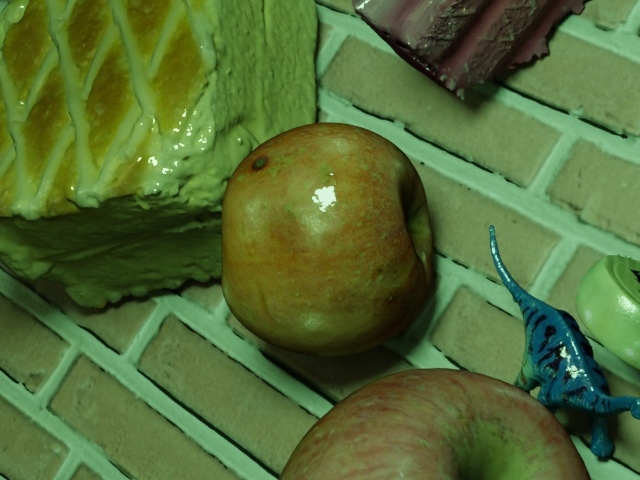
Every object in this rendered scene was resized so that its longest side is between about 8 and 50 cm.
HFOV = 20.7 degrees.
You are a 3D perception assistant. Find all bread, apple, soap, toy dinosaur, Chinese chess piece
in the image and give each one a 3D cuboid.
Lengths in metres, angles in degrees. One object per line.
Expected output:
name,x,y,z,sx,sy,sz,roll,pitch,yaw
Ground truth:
bread,-0.216,-0.147,2.121,0.371,0.279,0.390,-12,57,29
apple,0.000,0.000,1.895,0.253,0.253,0.253,-17,57,28
soap,0.206,-0.318,1.942,0.325,0.220,0.127,-50,52,5
apple,0.094,0.293,1.647,0.269,0.345,0.344,-49,41,43
toy dinosaur,0.235,0.128,1.735,0.076,0.144,0.329,-12,36,-16
Chinese chess piece,0.316,0.073,1.697,0.058,0.144,0.144,-58,45,22
